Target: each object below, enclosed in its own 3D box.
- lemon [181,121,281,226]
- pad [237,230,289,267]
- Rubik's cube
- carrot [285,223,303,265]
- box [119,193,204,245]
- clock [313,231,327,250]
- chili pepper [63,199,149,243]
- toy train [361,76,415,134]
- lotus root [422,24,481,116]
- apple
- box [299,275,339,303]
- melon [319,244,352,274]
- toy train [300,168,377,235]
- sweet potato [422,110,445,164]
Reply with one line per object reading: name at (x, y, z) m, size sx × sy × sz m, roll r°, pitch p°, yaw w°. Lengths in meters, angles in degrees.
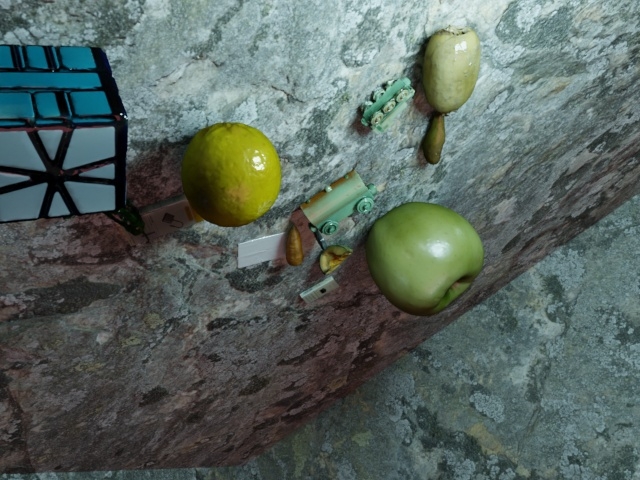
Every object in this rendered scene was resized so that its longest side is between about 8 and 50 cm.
lemon at (-0.248, -0.185, 1.589) m, size 0.297 × 0.297 × 0.297 m, roll -19°, pitch 146°, yaw -13°
pad at (-0.208, 0.034, 2.166) m, size 0.232 × 0.004 × 0.156 m, roll -14°, pitch 145°, yaw -20°
Rubik's cube at (-0.600, -0.238, 1.259) m, size 0.289 × 0.283 × 0.293 m, roll -9°, pitch 144°, yaw -25°
carrot at (-0.098, 0.010, 2.151) m, size 0.072 × 0.072 × 0.205 m, roll -17°, pitch 143°, yaw -17°
box at (-0.502, -0.068, 1.788) m, size 0.247 × 0.033 × 0.129 m, roll -20°, pitch 145°, yaw -12°
clock at (0.000, 0.000, 2.200) m, size 0.017 × 0.085 × 0.085 m, roll -29°, pitch 148°, yaw -8°
chili pepper at (-0.600, -0.066, 1.657) m, size 0.279 × 0.065 × 0.122 m, roll 27°, pitch 118°, yaw -37°
toy train at (0.215, -0.427, 1.784) m, size 0.194 × 0.080 × 0.125 m, roll -42°, pitch 155°, yaw 16°
lotus root at (0.401, -0.501, 1.741) m, size 0.169 × 0.151 × 0.342 m, roll -22°, pitch 144°, yaw -9°
apple at (0.404, 0.063, 2.269) m, size 0.474 × 0.473 × 0.473 m, roll -19°, pitch 146°, yaw -13°
box at (-0.004, 0.226, 2.559) m, size 0.167 × 0.024 × 0.090 m, roll -30°, pitch 147°, yaw 3°
melon at (0.063, 0.062, 2.347) m, size 0.160 × 0.079 × 0.128 m, roll -49°, pitch 160°, yaw 28°
toy train at (0.062, -0.141, 2.044) m, size 0.286 × 0.116 × 0.177 m, roll -32°, pitch 134°, yaw 9°
sweet potato at (0.402, -0.364, 2.006) m, size 0.077 × 0.077 × 0.243 m, roll -20°, pitch 143°, yaw -12°
